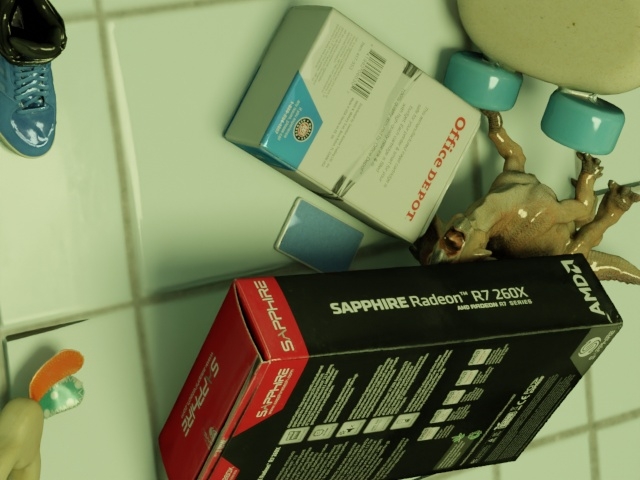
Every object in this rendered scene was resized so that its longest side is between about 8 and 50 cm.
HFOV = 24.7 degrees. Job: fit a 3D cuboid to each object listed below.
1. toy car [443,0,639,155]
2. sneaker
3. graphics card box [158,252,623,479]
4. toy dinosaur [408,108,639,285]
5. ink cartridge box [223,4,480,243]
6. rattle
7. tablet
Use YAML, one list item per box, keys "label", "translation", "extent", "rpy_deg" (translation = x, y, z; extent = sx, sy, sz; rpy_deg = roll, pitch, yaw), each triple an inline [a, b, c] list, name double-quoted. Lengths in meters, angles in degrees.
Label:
- label: "toy car"
  translation: [0.263, -0.222, 1.403]
  extent: [0.238, 0.210, 0.219]
  rpy_deg: [-17, 128, -59]
- label: "sneaker"
  translation: [-0.233, -0.135, 1.154]
  extent: [0.058, 0.084, 0.152]
  rpy_deg: [-15, 107, -28]
- label: "graphics card box"
  translation: [0.061, 0.124, 1.302]
  extent: [0.371, 0.094, 0.233]
  rpy_deg: [-3, 140, -29]
- label: "toy dinosaur"
  translation: [0.196, 0.007, 1.416]
  extent: [0.296, 0.127, 0.200]
  rpy_deg: [34, 84, -38]
- label: "ink cartridge box"
  translation: [0.031, -0.103, 1.317]
  extent: [0.191, 0.082, 0.139]
  rpy_deg: [31, 83, -32]
- label: "rattle"
  translation: [-0.291, 0.175, 1.209]
  extent: [0.130, 0.143, 0.199]
  rpy_deg: [42, 57, -62]
- label: "tablet"
  translation: [0.000, 0.000, 1.362]
  extent: [0.083, 0.006, 0.054]
  rpy_deg: [28, 84, -32]
